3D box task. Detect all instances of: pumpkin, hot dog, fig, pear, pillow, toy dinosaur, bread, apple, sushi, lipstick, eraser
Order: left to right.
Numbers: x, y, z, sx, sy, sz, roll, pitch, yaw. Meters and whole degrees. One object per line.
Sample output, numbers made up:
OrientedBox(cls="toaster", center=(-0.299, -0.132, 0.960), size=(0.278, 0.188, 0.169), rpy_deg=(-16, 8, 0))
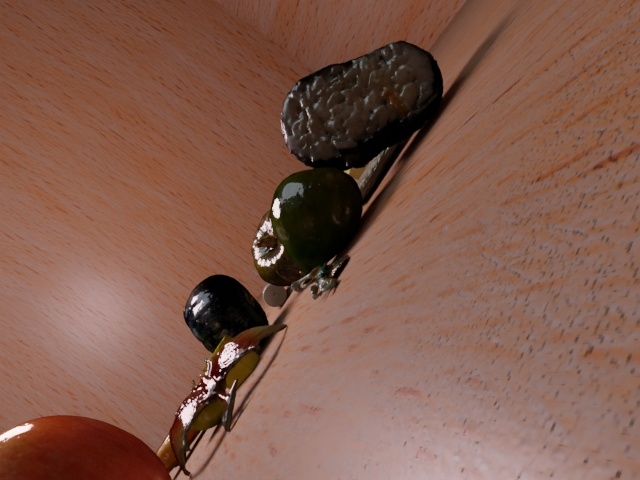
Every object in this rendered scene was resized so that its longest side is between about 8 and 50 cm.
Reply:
OrientedBox(cls="apple", center=(-0.414, 0.444, 0.833), size=(0.364, 0.364, 0.364), rpy_deg=(-55, 4, 6))
OrientedBox(cls="hot dog", center=(-0.330, 0.476, 1.386), size=(0.249, 0.068, 0.100), rpy_deg=(-56, -7, -29))
OrientedBox(cls="pear", center=(-0.255, 0.365, 1.189), size=(0.092, 0.092, 0.097), rpy_deg=(-61, -22, -49))
OrientedBox(cls="toy dinosaur", center=(-0.187, 0.299, 1.095), size=(0.206, 0.113, 0.327), rpy_deg=(-16, 43, 41))
OrientedBox(cls="pumpkin", center=(-0.236, 0.196, 1.387), size=(0.163, 0.233, 0.233), rpy_deg=(-43, 5, 4))
OrientedBox(cls="eraser", center=(-0.210, 0.289, 1.274), size=(0.122, 0.097, 0.045), rpy_deg=(-54, 5, 41))
OrientedBox(cls="lipstick", center=(-0.143, 0.160, 1.670), size=(0.070, 0.070, 0.254), rpy_deg=(-56, 4, -6))
OrientedBox(cls="pumpkin", center=(-0.095, 0.010, 1.363), size=(0.219, 0.162, 0.219), rpy_deg=(-18, 67, 50))
OrientedBox(cls="fig", center=(-0.005, -0.031, 1.113), size=(0.195, 0.195, 0.245), rpy_deg=(-68, -22, -71))
OrientedBox(cls="toy dinosaur", center=(0.013, 0.056, 0.983), size=(0.106, 0.044, 0.187), rpy_deg=(-37, 1, 33))
OrientedBox(cls="bread", center=(0.105, -0.190, 1.591), size=(0.125, 0.068, 0.188), rpy_deg=(-58, 4, -21))
OrientedBox(cls="sushi", center=(0.088, -0.272, 1.135), size=(0.350, 0.211, 0.171), rpy_deg=(-28, -5, 11))
OrientedBox(cls="pillow", center=(0.131, -0.174, 1.313), size=(0.230, 0.050, 0.148), rpy_deg=(-59, -1, -6))

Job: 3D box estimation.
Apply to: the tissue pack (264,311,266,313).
OrientedBox(cls="tissue pack", center=(-0.285, 0.345, 1.833), size=(0.235, 0.073, 0.173), rpy_deg=(-53, 5, 38))
